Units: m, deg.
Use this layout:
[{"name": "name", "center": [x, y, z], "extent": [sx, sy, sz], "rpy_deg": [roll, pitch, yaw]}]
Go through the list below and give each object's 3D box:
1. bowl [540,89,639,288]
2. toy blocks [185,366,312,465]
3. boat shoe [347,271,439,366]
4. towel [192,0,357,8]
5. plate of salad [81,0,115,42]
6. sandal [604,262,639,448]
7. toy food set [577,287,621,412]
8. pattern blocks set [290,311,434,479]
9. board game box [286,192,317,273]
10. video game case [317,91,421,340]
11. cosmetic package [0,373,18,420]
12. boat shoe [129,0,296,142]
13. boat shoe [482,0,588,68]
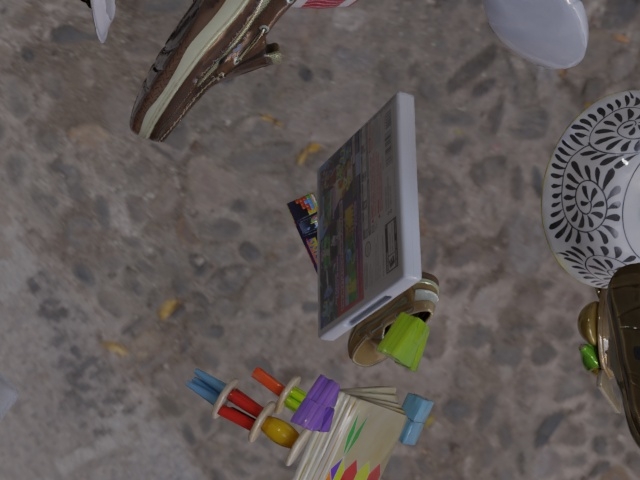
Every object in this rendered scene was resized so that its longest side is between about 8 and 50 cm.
[{"name": "bowl", "center": [0.270, -0.033, 0.980], "extent": [0.170, 0.080, 0.170], "rpy_deg": [-6, 105, -24]}, {"name": "toy blocks", "center": [-0.070, 0.180, 1.387], "extent": [0.054, 0.148, 0.123], "rpy_deg": [-64, 168, 28]}, {"name": "boat shoe", "center": [0.088, 0.117, 1.545], "extent": [0.068, 0.072, 0.190], "rpy_deg": [15, 138, -18]}, {"name": "towel", "center": [0.001, -0.403, 1.811], "extent": [0.329, 0.237, 0.037], "rpy_deg": [-10, 78, -45]}, {"name": "plate of salad", "center": [-0.315, -0.373, 1.676], "extent": [0.048, 0.200, 0.200], "rpy_deg": [-2, 109, -2]}, {"name": "sandal", "center": [0.228, 0.083, 0.838], "extent": [0.072, 0.180, 0.049], "rpy_deg": [14, 135, -4]}, {"name": "toy food set", "center": [0.345, 0.107, 1.487], "extent": [0.132, 0.038, 0.192], "rpy_deg": [49, 47, -53]}, {"name": "pattern blocks set", "center": [0.015, 0.191, 0.998], "extent": [0.285, 0.026, 0.325], "rpy_deg": [-62, 159, -12]}, {"name": "board game box", "center": [0.000, 0.000, 1.871], "extent": [0.048, 0.170, 0.141], "rpy_deg": [-23, 89, 3]}, {"name": "video game case", "center": [0.045, -0.021, 1.225], "extent": [0.023, 0.183, 0.201], "rpy_deg": [11, 63, -24]}, {"name": "cosmetic package", "center": [-0.231, 0.139, 0.236], "extent": [0.156, 0.385, 0.217], "rpy_deg": [43, 112, -12]}, {"name": "boat shoe", "center": [-0.077, -0.182, 1.104], "extent": [0.095, 0.095, 0.257], "rpy_deg": [30, 114, -18]}, {"name": "boat shoe", "center": [0.206, -0.310, 1.277], "extent": [0.301, 0.108, 0.102], "rpy_deg": [47, 55, -34]}]
